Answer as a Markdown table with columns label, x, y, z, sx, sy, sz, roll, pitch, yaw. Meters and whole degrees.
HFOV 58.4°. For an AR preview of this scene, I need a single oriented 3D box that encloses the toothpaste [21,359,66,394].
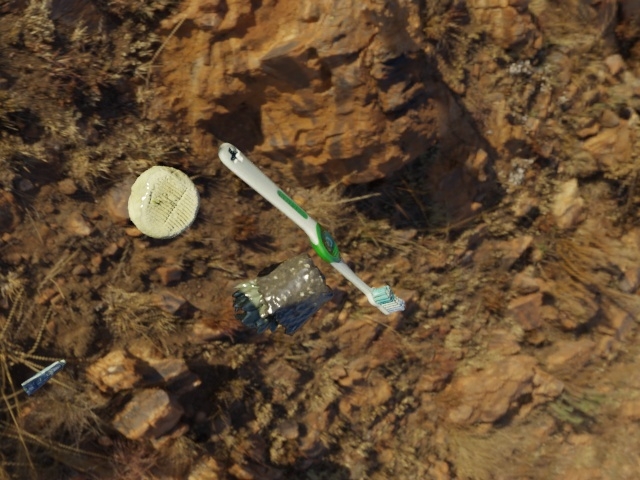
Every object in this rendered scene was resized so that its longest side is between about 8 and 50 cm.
| label | x | y | z | sx | sy | sz | roll | pitch | yaw |
| --- | --- | --- | --- | --- | --- | --- | --- | --- | --- |
| toothpaste | -0.464 | 0.227 | 0.965 | 0.083 | 0.019 | 0.027 | -45 | 128 | -55 |

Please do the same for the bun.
| label | x | y | z | sx | sy | sz | roll | pitch | yaw |
| --- | --- | --- | --- | --- | --- | --- | --- | --- | --- |
| bun | -0.250 | -0.060 | 0.904 | 0.115 | 0.069 | 0.115 | -7 | 101 | -36 |

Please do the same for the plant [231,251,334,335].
| label | x | y | z | sx | sy | sz | roll | pitch | yaw |
| --- | --- | --- | --- | --- | --- | --- | --- | --- | --- |
| plant | -0.078 | 0.118 | 1.172 | 0.195 | 0.129 | 0.132 | -29 | 138 | 3 |

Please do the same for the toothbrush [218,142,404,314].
| label | x | y | z | sx | sy | sz | roll | pitch | yaw |
| --- | --- | --- | --- | --- | --- | --- | --- | --- | --- |
| toothbrush | -0.002 | 0.001 | 0.613 | 0.304 | 0.030 | 0.030 | 42 | 76 | -34 |
